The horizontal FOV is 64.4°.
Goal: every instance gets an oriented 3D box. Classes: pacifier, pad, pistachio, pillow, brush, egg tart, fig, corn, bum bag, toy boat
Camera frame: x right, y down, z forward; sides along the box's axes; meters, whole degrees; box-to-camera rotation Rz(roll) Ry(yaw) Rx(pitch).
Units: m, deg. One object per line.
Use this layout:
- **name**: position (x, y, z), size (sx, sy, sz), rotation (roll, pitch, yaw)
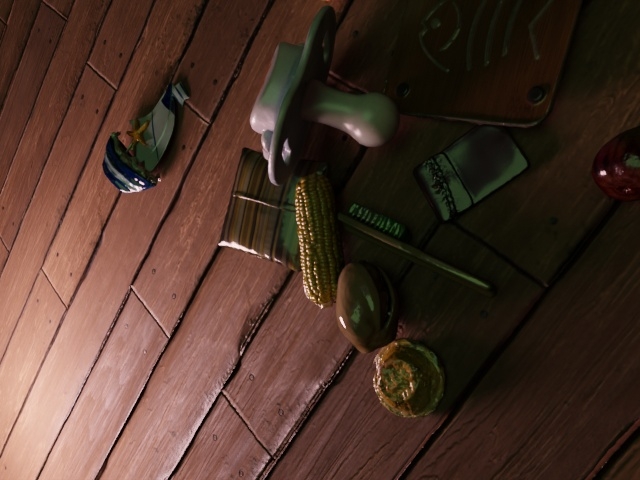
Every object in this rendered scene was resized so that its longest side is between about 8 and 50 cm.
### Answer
- **pacifier**: position (0.018, -0.215, 0.839), size (0.232, 0.244, 0.300), rotation (19, 83, 10)
- **pad**: position (0.241, -0.323, 0.778), size (0.283, 0.018, 0.287), rotation (18, 93, 38)
- **pistachio**: position (0.074, 0.103, 0.821), size (0.113, 0.113, 0.149), rotation (-25, 55, 31)
- **pillow**: position (-0.097, -0.065, 0.977), size (0.212, 0.052, 0.209), rotation (16, 94, 31)
- **brush**: position (0.148, 0.010, 0.804), size (0.282, 0.054, 0.048), rotation (29, 83, 32)
- **egg tart**: position (0.133, 0.218, 0.799), size (0.128, 0.049, 0.129), rotation (-2, 87, 34)
- **fig**: position (0.397, -0.113, 0.634), size (0.088, 0.089, 0.125), rotation (19, 71, 34)
- **corn**: position (0.000, 0.000, 0.881), size (0.080, 0.080, 0.239), rotation (-5, 92, 34)
- **bum bag**: position (0.225, -0.108, 0.775), size (0.159, 0.026, 0.109), rotation (-38, 66, 26)
- **toy boat**: position (-0.408, -0.253, 1.223), size (0.291, 0.067, 0.220), rotation (-48, 62, 9)
